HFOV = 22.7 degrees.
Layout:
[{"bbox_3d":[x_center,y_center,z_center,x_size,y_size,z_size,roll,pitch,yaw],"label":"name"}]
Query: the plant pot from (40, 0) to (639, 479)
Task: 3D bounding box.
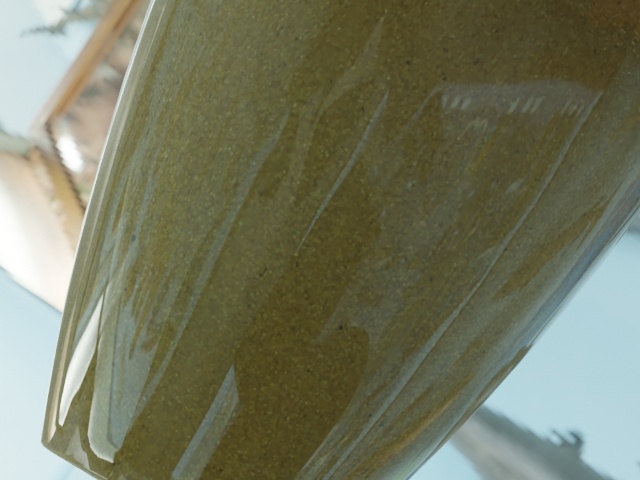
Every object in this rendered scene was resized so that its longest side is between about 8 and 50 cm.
[{"bbox_3d":[0.000,0.000,0.652,0.237,0.254,0.237,27,169,6],"label":"plant pot"}]
